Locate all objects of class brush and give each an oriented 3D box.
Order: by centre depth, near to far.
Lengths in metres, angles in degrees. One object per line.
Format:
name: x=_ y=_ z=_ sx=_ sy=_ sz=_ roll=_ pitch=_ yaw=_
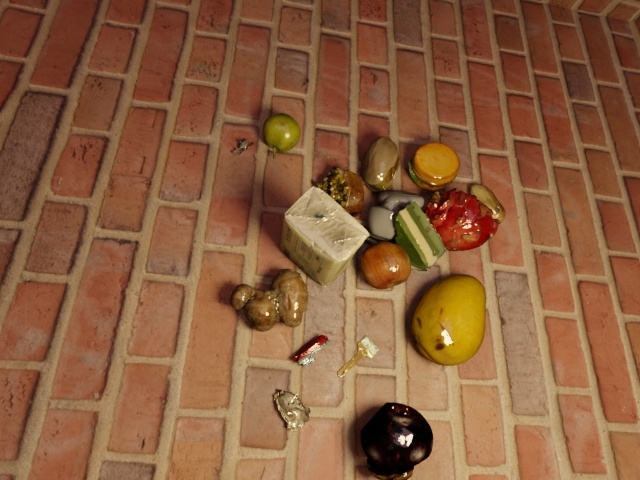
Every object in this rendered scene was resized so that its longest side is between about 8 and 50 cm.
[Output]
brush: x=0.145 y=0.483 z=1.763 sx=0.205 sy=0.011 sz=0.083 roll=-38 pitch=80 yaw=-22

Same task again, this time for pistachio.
pistachio: x=0.278 y=-0.372 z=2.069 sx=0.197 sy=0.166 sz=0.287 roll=1 pitch=59 yaw=30

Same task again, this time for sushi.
sushi: x=0.097 y=-0.218 z=1.975 sx=0.179 sy=0.167 sz=0.296 roll=2 pitch=73 yaw=-36

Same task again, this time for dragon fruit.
dragon fruit: x=0.623 y=-0.089 z=1.966 sx=0.343 sy=0.277 sz=0.277 roll=36 pitch=65 yaw=-1

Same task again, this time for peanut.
peanut: x=0.815 y=-0.181 z=2.130 sx=0.120 sy=0.110 sz=0.236 roll=-26 pitch=73 yaw=-7

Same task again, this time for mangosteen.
mangosteen: x=0.263 y=0.730 z=1.564 sx=0.233 sy=0.287 sz=0.287 roll=37 pitch=65 yaw=15

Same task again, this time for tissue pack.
tissue pack: x=0.000 y=0.000 z=1.734 sx=0.297 sy=0.380 sz=0.207 roll=42 pitch=70 yaw=6

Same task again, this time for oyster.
oyster: x=-0.106 y=0.624 z=1.627 sx=0.108 sy=0.053 sz=0.165 roll=-33 pitch=85 yaw=5

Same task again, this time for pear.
pear: x=-0.193 y=-0.486 z=2.029 sx=0.180 sy=0.166 sz=0.216 roll=27 pitch=86 yaw=-14

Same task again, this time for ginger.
ginger: x=-0.197 y=0.245 z=1.710 sx=0.304 sy=0.155 sz=0.244 roll=-13 pitch=73 yaw=-18

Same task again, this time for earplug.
earplug: x=0.335 y=-0.136 z=1.968 sx=0.214 sy=0.174 sz=0.325 roll=16 pitch=45 yaw=36

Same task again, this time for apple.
apple: x=0.276 y=0.106 z=1.838 sx=0.211 sy=0.211 sz=0.187 roll=-12 pitch=70 yaw=-16

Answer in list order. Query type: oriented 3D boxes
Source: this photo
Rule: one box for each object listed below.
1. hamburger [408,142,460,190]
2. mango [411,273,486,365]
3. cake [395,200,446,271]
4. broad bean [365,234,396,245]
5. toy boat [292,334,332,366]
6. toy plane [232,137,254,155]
hamburger: x=0.548 y=-0.348 z=2.110 sx=0.246 sy=0.170 sz=0.245 roll=0 pitch=61 yaw=0
mango: x=0.560 y=0.315 z=1.809 sx=0.301 sy=0.220 sz=0.445 roll=40 pitch=62 yaw=9
cake: x=0.390 y=-0.021 z=1.901 sx=0.158 sy=0.172 sz=0.283 roll=-41 pitch=107 yaw=-26
broad bean: x=0.281 y=0.006 z=1.977 sx=0.227 sy=0.039 sz=0.069 roll=21 pitch=59 yaw=-2
toy boat: x=-0.029 y=0.436 z=1.715 sx=0.173 sy=0.069 sz=0.058 roll=-35 pitch=99 yaw=-21
toy plane: x=-0.369 y=-0.441 z=2.033 sx=0.049 sy=0.031 sz=0.121 roll=47 pitch=63 yaw=0
